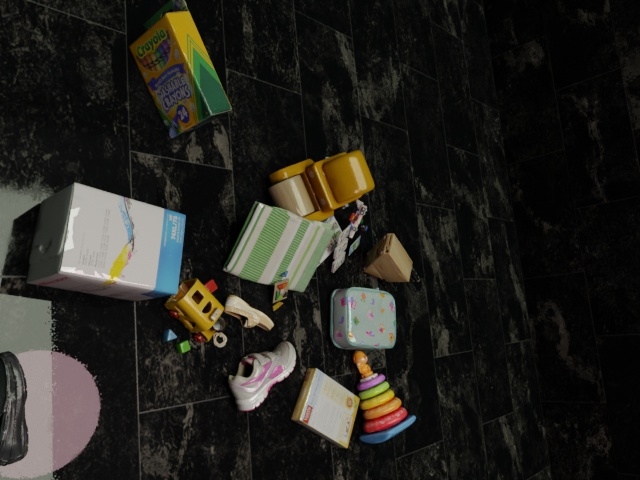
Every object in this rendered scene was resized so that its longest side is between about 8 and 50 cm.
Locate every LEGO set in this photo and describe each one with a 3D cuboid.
[{"bbox_3d":[0.101,-0.023,1.924,0.244,0.060,0.183,-45,154,-40],"label":"LEGO set"}]

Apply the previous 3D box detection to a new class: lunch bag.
[{"bbox_3d":[0.153,0.273,1.908,0.279,0.107,0.224,14,67,-45],"label":"lunch bag"}]

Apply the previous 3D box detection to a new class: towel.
[{"bbox_3d":[-0.119,0.025,1.650,0.324,0.038,0.248,17,104,-44],"label":"towel"}]

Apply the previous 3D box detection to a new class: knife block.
[{"bbox_3d":[0.297,0.098,2.016,0.241,0.276,0.088,20,62,-9],"label":"knife block"}]

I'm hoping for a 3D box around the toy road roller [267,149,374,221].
[{"bbox_3d":[0.019,-0.181,1.755,0.329,0.240,0.203,-27,96,-39],"label":"toy road roller"}]

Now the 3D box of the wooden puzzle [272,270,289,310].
[{"bbox_3d":[-0.121,0.158,1.676,0.078,0.014,0.117,-28,130,-49],"label":"wooden puzzle"}]

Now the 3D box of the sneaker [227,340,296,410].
[{"bbox_3d":[-0.166,0.365,1.551,0.252,0.102,0.111,-44,114,-44],"label":"sneaker"}]

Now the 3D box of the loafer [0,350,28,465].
[{"bbox_3d":[-0.637,0.337,1.079,0.078,0.076,0.224,0,84,-54],"label":"loafer"}]

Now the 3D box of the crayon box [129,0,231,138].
[{"bbox_3d":[-0.390,-0.462,1.449,0.083,0.203,0.323,-32,103,-45],"label":"crayon box"}]

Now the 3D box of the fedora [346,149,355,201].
[{"bbox_3d":[0.086,-0.229,1.958,0.079,0.194,0.195,-6,83,-11],"label":"fedora"}]

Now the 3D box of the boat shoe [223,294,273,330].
[{"bbox_3d":[-0.213,0.225,1.571,0.170,0.063,0.059,37,58,-23],"label":"boat shoe"}]

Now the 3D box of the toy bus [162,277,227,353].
[{"bbox_3d":[-0.311,0.196,1.438,0.202,0.104,0.191,2,79,-46],"label":"toy bus"}]

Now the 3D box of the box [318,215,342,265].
[{"bbox_3d":[0.000,0.000,1.866,0.207,0.036,0.114,-43,111,-43],"label":"box"}]

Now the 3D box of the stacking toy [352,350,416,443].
[{"bbox_3d":[0.184,0.525,1.870,0.165,0.175,0.302,-14,76,-42],"label":"stacking toy"}]

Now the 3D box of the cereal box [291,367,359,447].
[{"bbox_3d":[0.022,0.543,1.745,0.240,0.047,0.173,42,52,-31],"label":"cereal box"}]

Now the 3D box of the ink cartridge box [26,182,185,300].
[{"bbox_3d":[-0.484,0.017,1.232,0.270,0.198,0.197,18,68,-43],"label":"ink cartridge box"}]
